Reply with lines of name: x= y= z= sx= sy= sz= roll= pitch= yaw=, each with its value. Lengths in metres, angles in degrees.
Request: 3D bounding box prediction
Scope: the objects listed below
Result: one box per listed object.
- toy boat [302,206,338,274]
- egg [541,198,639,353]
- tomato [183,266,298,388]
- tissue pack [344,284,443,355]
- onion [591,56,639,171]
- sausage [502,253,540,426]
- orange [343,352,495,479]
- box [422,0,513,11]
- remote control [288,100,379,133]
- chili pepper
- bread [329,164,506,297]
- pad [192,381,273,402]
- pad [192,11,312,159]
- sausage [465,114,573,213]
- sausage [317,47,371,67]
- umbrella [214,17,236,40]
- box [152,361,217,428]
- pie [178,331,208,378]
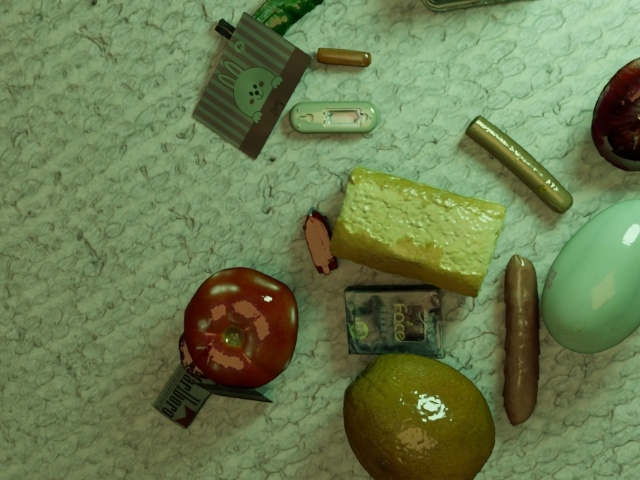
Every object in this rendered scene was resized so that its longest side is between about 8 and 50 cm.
toy boat: x=0.000 y=0.000 z=1.925 sx=0.069 sy=0.059 sz=0.173 roll=-18 pitch=89 yaw=13
egg: x=0.634 y=0.078 z=1.724 sx=0.230 sy=0.230 sz=0.371 roll=29 pitch=97 yaw=5
tomato: x=-0.181 y=0.207 z=1.910 sx=0.299 sy=0.226 sz=0.298 roll=1 pitch=94 yaw=10
tissue pack: x=0.181 y=0.196 z=1.913 sx=0.235 sy=0.073 sz=0.173 roll=0 pitch=101 yaw=12
onion: x=0.701 y=-0.290 z=1.688 sx=0.272 sy=0.195 sz=0.272 roll=-7 pitch=129 yaw=-8
sausage: x=0.478 y=0.243 z=1.858 sx=0.088 sy=0.088 sz=0.433 roll=0 pitch=101 yaw=11
orange: x=0.224 y=0.429 z=1.828 sx=0.357 sy=0.322 sz=0.322 roll=40 pitch=105 yaw=12
box: x=0.360 y=-0.608 z=1.683 sx=0.312 sy=0.182 sz=0.175 roll=-5 pitch=99 yaw=13
remote control: x=0.031 y=-0.295 z=1.874 sx=0.221 sy=0.042 sz=0.078 roll=1 pitch=101 yaw=11
chili pepper: x=-0.087 y=-0.541 z=1.847 sx=0.224 sy=0.061 sz=0.098 roll=-34 pitch=91 yaw=20
bread: x=0.224 y=-0.019 z=1.820 sx=0.375 sy=0.165 sz=0.236 roll=15 pitch=101 yaw=7
pad: x=-0.295 y=0.398 z=1.954 sx=0.323 sy=0.250 sz=0.055 roll=-12 pitch=70 yaw=4
pad: x=-0.171 y=-0.370 z=1.890 sx=0.202 sy=0.005 sz=0.299 roll=35 pitch=116 yaw=4
sausage: x=0.462 y=-0.175 z=1.797 sx=0.301 sy=0.066 sz=0.066 roll=42 pitch=105 yaw=0
sausage: x=0.058 y=-0.432 z=1.845 sx=0.131 sy=0.041 sz=0.039 roll=8 pitch=96 yaw=10
umbrella: x=-0.198 y=-0.488 z=1.894 sx=0.133 sy=0.031 sz=0.036 roll=37 pitch=132 yaw=3
box: x=-0.356 y=0.402 z=2.076 sx=0.115 sy=0.036 sz=0.177 roll=35 pitch=104 yaw=3
pie: x=-0.299 y=0.282 z=2.025 sx=0.154 sy=0.036 sz=0.154 roll=0 pitch=86 yaw=0
